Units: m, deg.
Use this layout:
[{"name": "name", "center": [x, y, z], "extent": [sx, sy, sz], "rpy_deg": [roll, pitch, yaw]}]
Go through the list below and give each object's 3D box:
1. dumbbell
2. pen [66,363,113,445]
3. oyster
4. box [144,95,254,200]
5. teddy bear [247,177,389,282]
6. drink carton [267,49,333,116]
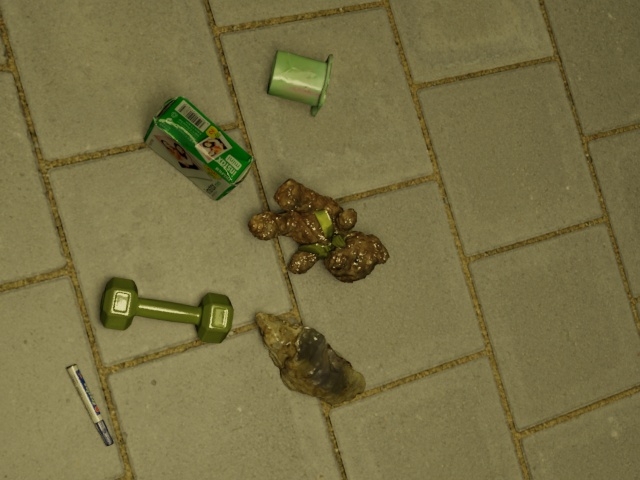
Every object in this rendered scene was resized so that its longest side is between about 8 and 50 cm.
[{"name": "dumbbell", "center": [-0.357, 0.165, 1.881], "extent": [0.301, 0.108, 0.121], "rpy_deg": [12, 80, -17]}, {"name": "pen", "center": [-0.524, 0.376, 1.842], "extent": [0.025, 0.025, 0.204], "rpy_deg": [-27, 93, -20]}, {"name": "oyster", "center": [-0.024, 0.294, 1.977], "extent": [0.166, 0.110, 0.341], "rpy_deg": [-40, 110, -13]}, {"name": "box", "center": [-0.289, -0.216, 1.917], "extent": [0.250, 0.180, 0.103], "rpy_deg": [41, 69, -9]}, {"name": "teddy bear", "center": [-0.005, 0.001, 1.970], "extent": [0.296, 0.246, 0.223], "rpy_deg": [7, 45, -52]}, {"name": "drink carton", "center": [-0.056, -0.413, 2.047], "extent": [0.142, 0.146, 0.144], "rpy_deg": [13, 78, -8]}]
